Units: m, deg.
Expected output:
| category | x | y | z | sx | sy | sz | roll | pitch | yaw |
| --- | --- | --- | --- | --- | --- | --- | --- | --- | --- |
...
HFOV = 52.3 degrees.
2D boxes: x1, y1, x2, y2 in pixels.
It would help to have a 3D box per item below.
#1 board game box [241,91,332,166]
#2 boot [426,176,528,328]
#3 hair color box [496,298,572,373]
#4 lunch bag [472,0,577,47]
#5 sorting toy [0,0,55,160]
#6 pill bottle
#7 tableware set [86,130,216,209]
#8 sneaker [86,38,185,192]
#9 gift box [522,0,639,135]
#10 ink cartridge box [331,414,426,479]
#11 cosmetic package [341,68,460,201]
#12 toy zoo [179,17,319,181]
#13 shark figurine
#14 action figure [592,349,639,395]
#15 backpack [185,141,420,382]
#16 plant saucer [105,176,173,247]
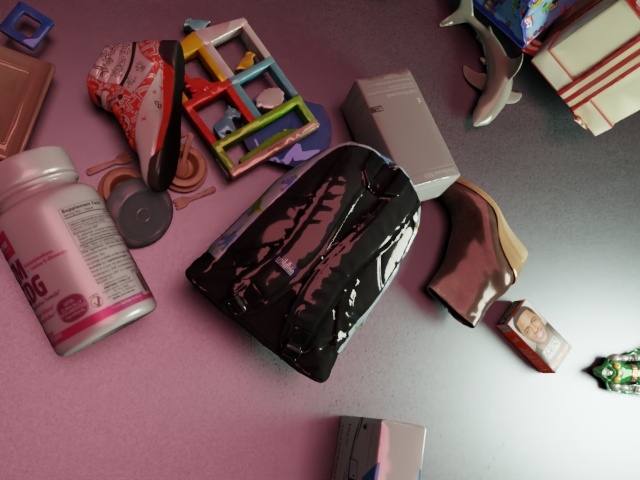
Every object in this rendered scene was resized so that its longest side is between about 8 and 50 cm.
| category | x | y | z | sx | sy | sz | roll | pitch | yaw |
| --- | --- | --- | --- | --- | --- | --- | --- | --- | --- |
| board game box | -0.064 | -0.198 | 1.208 | 0.168 | 0.033 | 0.133 | 12 | 74 | -9 |
| boot | 0.271 | 0.017 | 1.254 | 0.248 | 0.090 | 0.207 | 47 | 69 | -3 |
| hair color box | 0.425 | 0.191 | 1.298 | 0.141 | 0.043 | 0.072 | 44 | 68 | -6 |
| lunch bag | 0.398 | -0.586 | 1.371 | 0.221 | 0.138 | 0.293 | -40 | 65 | -8 |
| sorting toy | -0.543 | -0.225 | 1.030 | 0.196 | 0.047 | 0.348 | 17 | 73 | -12 |
| pill bottle | -0.379 | 0.014 | 0.973 | 0.160 | 0.160 | 0.283 | -28 | 89 | -23 |
| tableware set | -0.280 | -0.106 | 1.103 | 0.194 | 0.039 | 0.128 | -28 | 89 | -23 |
| sneaker | -0.308 | -0.205 | 1.072 | 0.145 | 0.090 | 0.270 | 1 | 74 | 3 |
| gift box | 0.603 | -0.396 | 1.373 | 0.255 | 0.258 | 0.276 | 49 | 53 | -6 |
| ink cartridge box | 0.089 | 0.361 | 1.056 | 0.082 | 0.190 | 0.140 | 14 | 73 | -16 |
| cosmetic package | 0.147 | -0.189 | 1.228 | 0.127 | 0.107 | 0.238 | -18 | 72 | -24 |
| toy zoo | -0.161 | -0.274 | 1.170 | 0.192 | 0.030 | 0.293 | -34 | 86 | -18 |
| shark figurine | 0.370 | -0.388 | 1.369 | 0.166 | 0.116 | 0.278 | -10 | 84 | -23 |
| action figure | 0.670 | 0.278 | 1.364 | 0.232 | 0.063 | 0.137 | 4 | 80 | -16 |
| backpack | 0.000 | 0.000 | 1.086 | 0.290 | 0.273 | 0.355 | 38 | 92 | -8 |
| plant saucer | -0.291 | -0.042 | 1.063 | 0.119 | 0.021 | 0.119 | -13 | 111 | -35 |
